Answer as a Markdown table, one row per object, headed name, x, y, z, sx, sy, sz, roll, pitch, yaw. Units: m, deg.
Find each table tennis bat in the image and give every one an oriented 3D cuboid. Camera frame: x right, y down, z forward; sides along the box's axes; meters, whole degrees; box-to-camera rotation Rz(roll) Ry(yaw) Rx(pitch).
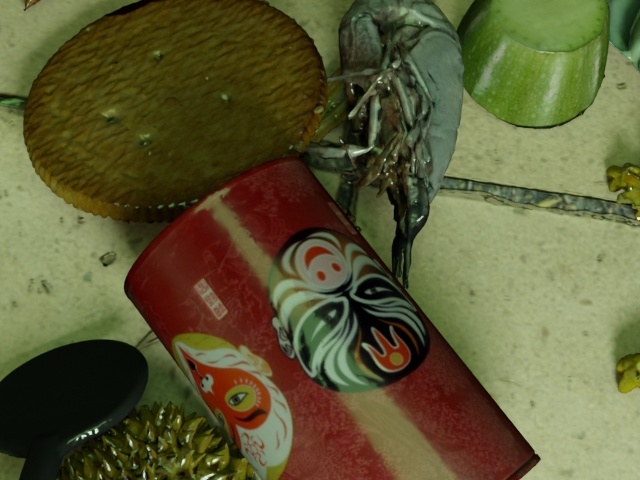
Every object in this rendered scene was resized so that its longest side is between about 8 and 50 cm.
| name | x | y | z | sx | sy | sz | roll | pitch | yaw |
| --- | --- | --- | --- | --- | --- | --- | --- | --- | --- |
| table tennis bat | -0.223 | 0.153 | 0.978 | 0.150 | 0.027 | 0.236 | -12 | 29 | 6 |

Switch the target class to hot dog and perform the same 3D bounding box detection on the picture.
| name | x | y | z | sx | sy | sz | roll | pitch | yaw |
| --- | --- | --- | --- | --- | --- | --- | --- | --- | --- |
| hot dog | 0.015 | -0.140 | 1.199 | 0.044 | 0.028 | 0.137 | 22 | 62 | 30 |

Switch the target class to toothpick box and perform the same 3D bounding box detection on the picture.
| name | x | y | z | sx | sy | sz | roll | pitch | yaw |
| --- | --- | --- | --- | --- | --- | --- | --- | --- | --- |
| toothpick box | 0.007 | 0.116 | 1.005 | 0.204 | 0.204 | 0.333 | -33 | 77 | -18 |

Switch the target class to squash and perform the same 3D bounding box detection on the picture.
| name | x | y | z | sx | sy | sz | roll | pitch | yaw |
| --- | --- | --- | --- | --- | --- | --- | --- | --- | --- |
| squash | 0.226 | -0.215 | 1.214 | 0.170 | 0.123 | 0.170 | 1 | 67 | -1 |

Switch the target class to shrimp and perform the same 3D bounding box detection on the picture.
| name | x | y | z | sx | sy | sz | roll | pitch | yaw |
| --- | --- | --- | --- | --- | --- | --- | --- | --- | --- |
| shrimp | 0.069 | -0.101 | 1.127 | 0.145 | 0.116 | 0.342 | 17 | 62 | -29 |

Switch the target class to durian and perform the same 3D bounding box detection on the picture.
| name | x | y | z | sx | sy | sz | roll | pitch | yaw |
| --- | --- | --- | --- | --- | --- | --- | --- | --- | --- |
| durian | -0.153 | 0.240 | 0.977 | 0.250 | 0.138 | 0.183 | -37 | 69 | -25 |

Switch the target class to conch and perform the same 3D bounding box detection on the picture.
| name | x | y | z | sx | sy | sz | roll | pitch | yaw |
| --- | --- | --- | --- | --- | --- | --- | --- | --- | --- |
| conch | 0.350 | -0.221 | 1.261 | 0.088 | 0.065 | 0.180 | -3 | 54 | 13 |

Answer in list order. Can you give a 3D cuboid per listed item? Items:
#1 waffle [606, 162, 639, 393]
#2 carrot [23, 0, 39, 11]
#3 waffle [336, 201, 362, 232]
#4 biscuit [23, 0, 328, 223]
| name | x | y | z | sx | sy | sz | roll | pitch | yaw |
| --- | --- | --- | --- | --- | --- | --- | --- | --- | --- |
| waffle | 0.418 | 0.035 | 1.165 | 0.260 | 0.069 | 0.292 | 2 | 70 | -6 |
| carrot | -0.229 | -0.317 | 1.225 | 0.224 | 0.057 | 0.057 | -41 | 79 | -16 |
| waffle | 0.000 | 0.000 | 1.142 | 0.075 | 0.029 | 0.083 | 35 | 71 | 10 |
| biscuit | -0.139 | -0.132 | 1.126 | 0.305 | 0.038 | 0.305 | -4 | 51 | 5 |
